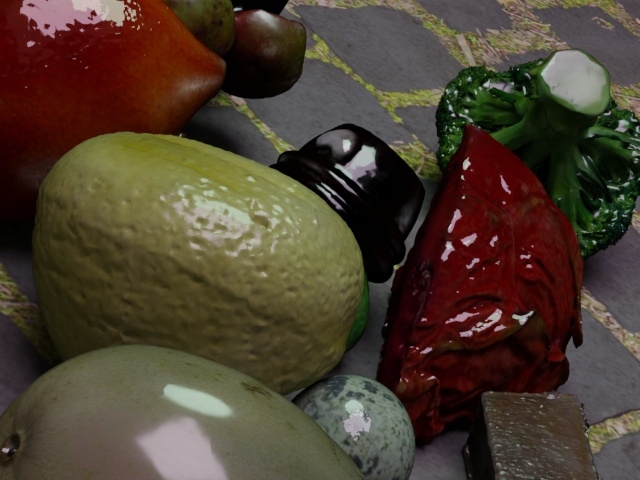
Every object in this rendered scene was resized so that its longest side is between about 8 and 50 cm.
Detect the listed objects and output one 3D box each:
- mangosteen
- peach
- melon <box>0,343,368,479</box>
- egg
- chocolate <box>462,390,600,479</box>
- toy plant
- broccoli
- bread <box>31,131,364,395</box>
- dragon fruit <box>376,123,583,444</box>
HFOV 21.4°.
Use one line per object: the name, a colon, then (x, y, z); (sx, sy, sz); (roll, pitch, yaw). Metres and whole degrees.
mangosteen: (-0.189, -0.329, 1.992); (0.382, 0.382, 0.435); (3, 46, -33)
peach: (-0.271, -0.175, 1.711); (0.362, 0.201, 0.257); (-13, 61, -9)
melon: (-0.095, 0.225, 1.216); (0.330, 0.268, 0.268); (37, 23, -32)
egg: (0.024, 0.190, 1.584); (0.132, 0.132, 0.172); (28, 18, 3)
chocolate: (0.209, 0.274, 1.622); (0.112, 0.112, 0.321); (10, 34, -10)
toy plant: (0.000, 0.000, 1.809); (0.218, 0.235, 0.175); (34, -13, 31)
broccoli: (0.289, -0.115, 2.102); (0.298, 0.297, 0.297); (4, 70, -10)
bread: (-0.119, 0.023, 1.589); (0.321, 0.237, 0.320); (8, 24, -4)
dragon fruit: (0.141, 0.101, 1.813); (0.302, 0.240, 0.330); (48, 50, -17)
